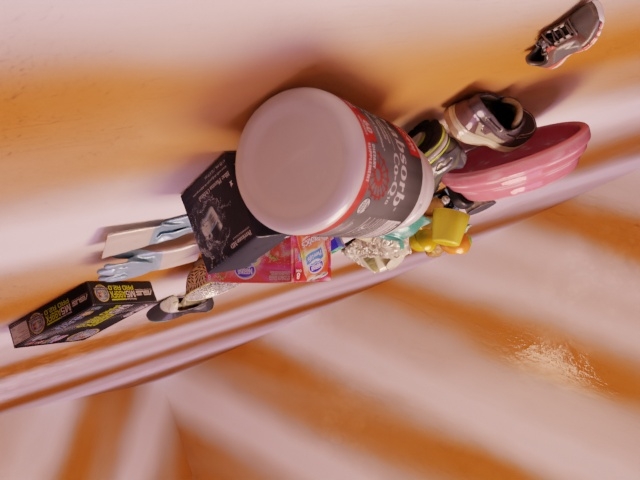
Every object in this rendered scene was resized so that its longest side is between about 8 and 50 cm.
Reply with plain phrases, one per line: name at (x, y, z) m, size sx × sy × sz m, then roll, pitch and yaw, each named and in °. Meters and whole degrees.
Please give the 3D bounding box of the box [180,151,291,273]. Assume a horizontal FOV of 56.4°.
box at (-0.144, -0.047, 1.026) m, size 0.093 × 0.158 × 0.156 m, roll -8°, pitch 160°, yaw -46°

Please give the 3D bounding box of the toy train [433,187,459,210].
toy train at (0.381, -0.105, 1.842) m, size 0.105 × 0.080 × 0.184 m, roll -29°, pitch 166°, yaw -13°

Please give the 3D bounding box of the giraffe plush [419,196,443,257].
giraffe plush at (0.253, -0.048, 1.702) m, size 0.171 × 0.210 × 0.181 m, roll -5°, pitch 134°, yaw -3°

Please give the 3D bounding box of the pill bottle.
pill bottle at (0.047, -0.108, 0.976) m, size 0.210 × 0.210 × 0.363 m, roll -28°, pitch 166°, yaw 26°

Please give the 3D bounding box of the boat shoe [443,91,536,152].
boat shoe at (0.365, -0.243, 1.200) m, size 0.285 × 0.102 × 0.092 m, roll -2°, pitch 162°, yaw -41°

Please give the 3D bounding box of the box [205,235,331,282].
box at (-0.114, 0.029, 1.261) m, size 0.257 × 0.122 × 0.128 m, roll -3°, pitch 176°, yaw 39°

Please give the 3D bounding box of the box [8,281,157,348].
box at (-0.573, 0.178, 1.453) m, size 0.270 × 0.060 × 0.216 m, roll -26°, pitch 166°, yaw 19°

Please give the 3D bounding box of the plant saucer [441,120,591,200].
plant saucer at (0.439, -0.173, 1.347) m, size 0.332 × 0.084 × 0.332 m, roll -21°, pitch -167°, yaw 5°

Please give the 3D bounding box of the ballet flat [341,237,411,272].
ballet flat at (0.147, 0.023, 1.576) m, size 0.147 × 0.146 × 0.409 m, roll -20°, pitch 175°, yaw -8°

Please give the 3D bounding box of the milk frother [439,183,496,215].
milk frother at (0.370, -0.126, 1.596) m, size 0.129 × 0.134 × 0.143 m, roll -17°, pitch 166°, yaw -20°

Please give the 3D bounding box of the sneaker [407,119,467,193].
sneaker at (0.177, -0.125, 1.248) m, size 0.121 × 0.111 × 0.300 m, roll 29°, pitch 141°, yaw -25°

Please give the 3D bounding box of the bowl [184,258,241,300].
bowl at (-0.275, 0.086, 1.522) m, size 0.170 × 0.080 × 0.170 m, roll -20°, pitch 167°, yaw -5°

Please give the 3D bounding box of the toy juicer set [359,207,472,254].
toy juicer set at (0.160, -0.040, 1.240) m, size 0.329 × 0.089 × 0.209 m, roll 9°, pitch 172°, yaw 28°

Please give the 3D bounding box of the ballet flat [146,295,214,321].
ballet flat at (-0.411, 0.188, 1.763) m, size 0.203 × 0.074 × 0.074 m, roll -7°, pitch 161°, yaw -29°

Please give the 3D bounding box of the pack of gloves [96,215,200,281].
pack of gloves at (-0.340, 0.003, 1.210) m, size 0.232 × 0.046 × 0.195 m, roll -16°, pitch 155°, yaw -36°

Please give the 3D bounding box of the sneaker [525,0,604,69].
sneaker at (0.400, -0.332, 0.989) m, size 0.065 × 0.061 × 0.158 m, roll -10°, pitch 163°, yaw -20°

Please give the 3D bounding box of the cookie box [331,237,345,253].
cookie box at (0.000, 0.000, 1.600) m, size 0.107 × 0.091 × 0.040 m, roll -29°, pitch 168°, yaw 28°
